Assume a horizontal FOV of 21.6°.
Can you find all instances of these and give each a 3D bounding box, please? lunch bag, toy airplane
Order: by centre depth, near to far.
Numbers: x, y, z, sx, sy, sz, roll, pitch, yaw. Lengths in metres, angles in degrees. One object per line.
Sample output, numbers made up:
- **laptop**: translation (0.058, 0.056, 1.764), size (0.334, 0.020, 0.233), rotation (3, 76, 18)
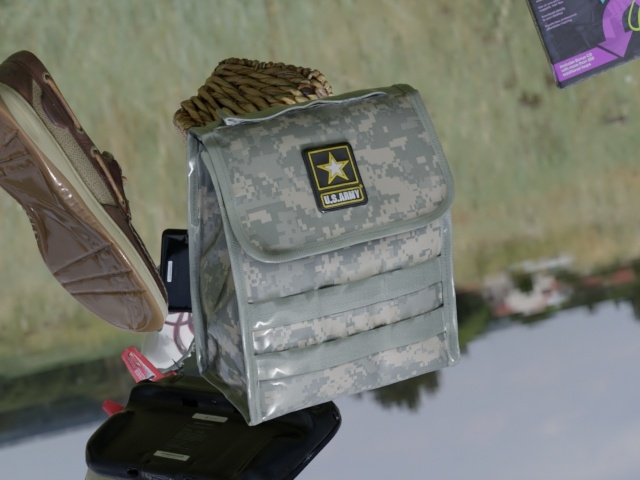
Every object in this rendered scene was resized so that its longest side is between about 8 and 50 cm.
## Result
- **lunch bag**: translation (0.000, 0.000, 1.620), size (0.235, 0.287, 0.169), rotation (-14, -157, -22)
- **toy airplane**: translation (-0.264, 0.239, 2.525), size (0.151, 0.151, 0.028), rotation (-13, 175, -1)

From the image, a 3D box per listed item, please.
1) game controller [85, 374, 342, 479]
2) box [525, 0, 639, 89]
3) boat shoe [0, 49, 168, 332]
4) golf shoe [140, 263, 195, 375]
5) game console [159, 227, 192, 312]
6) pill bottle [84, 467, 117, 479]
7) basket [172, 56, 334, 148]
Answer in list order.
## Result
- **game controller**: translation (-0.128, 0.222, 1.899), size (0.319, 0.067, 0.166), rotation (2, -137, 43)
- **box**: translation (0.253, -0.240, 1.598), size (0.116, 0.162, 0.029), rotation (-23, -169, -1)
- **boat shoe**: translation (-0.253, -0.052, 1.806), size (0.123, 0.342, 0.123), rotation (-12, -147, 40)
- **golf shoe**: translation (-0.223, 0.090, 2.567), size (0.120, 0.105, 0.273), rotation (17, 120, -31)
- **game console**: translation (-0.180, 0.038, 2.418), size (0.107, 0.122, 0.071), rotation (2, -169, -8)
- **pill bottle**: translation (-0.231, 0.468, 2.138), size (0.204, 0.361, 0.204), rotation (12, -170, -2)
- **basket**: translation (-0.086, -0.058, 2.161), size (0.213, 0.299, 0.223), rotation (12, -126, 34)
